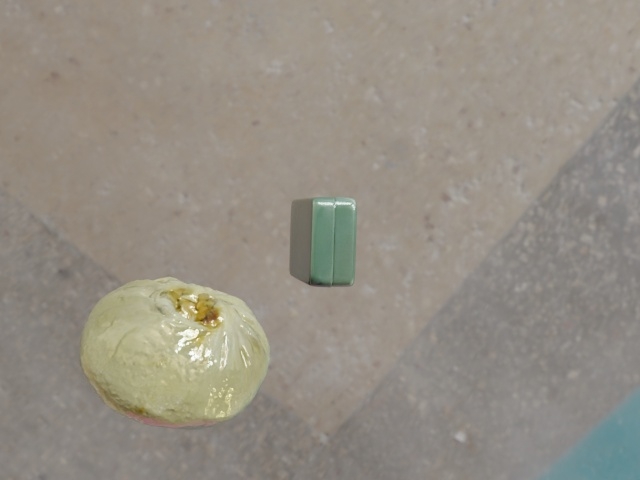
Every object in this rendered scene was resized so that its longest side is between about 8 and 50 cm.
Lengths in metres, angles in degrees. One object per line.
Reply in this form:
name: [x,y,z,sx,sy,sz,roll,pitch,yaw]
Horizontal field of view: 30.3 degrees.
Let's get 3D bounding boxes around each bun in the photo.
bun: [-0.156,0.110,1.322,0.222,0.222,0.127,31,132,8]

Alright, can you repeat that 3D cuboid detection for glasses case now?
glasses case: [0.000,0.000,1.075,0.040,0.184,0.077,2,91,-7]
